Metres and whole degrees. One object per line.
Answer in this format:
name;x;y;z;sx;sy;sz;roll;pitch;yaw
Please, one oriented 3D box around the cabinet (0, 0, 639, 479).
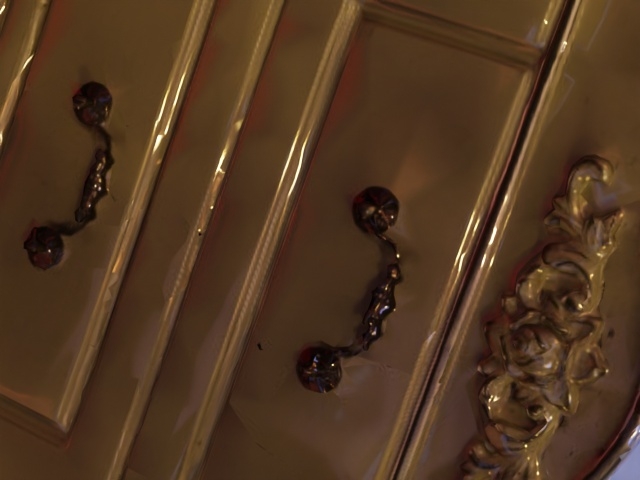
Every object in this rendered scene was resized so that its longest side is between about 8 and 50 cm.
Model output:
cabinet;0.000;0.000;0.456;0.227;0.318;0.290;7;105;-65
